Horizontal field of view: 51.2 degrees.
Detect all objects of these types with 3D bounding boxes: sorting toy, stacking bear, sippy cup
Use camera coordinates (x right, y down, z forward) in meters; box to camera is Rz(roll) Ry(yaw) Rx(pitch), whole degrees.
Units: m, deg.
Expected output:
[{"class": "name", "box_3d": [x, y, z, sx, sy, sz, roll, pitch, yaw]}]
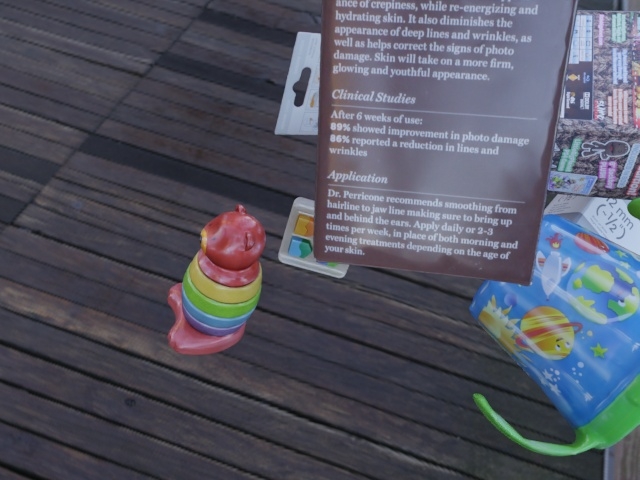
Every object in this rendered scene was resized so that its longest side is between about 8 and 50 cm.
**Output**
[{"class": "sorting toy", "box_3d": [0.000, 0.000, 1.760, 0.193, 0.208, 0.038, 16, 35, -4]}, {"class": "stacking bear", "box_3d": [-0.187, 0.066, 1.284, 0.164, 0.289, 0.175, 7, 42, -20]}, {"class": "sippy cup", "box_3d": [0.317, 0.091, 0.818, 0.224, 0.240, 0.305, 38, 46, 18]}]

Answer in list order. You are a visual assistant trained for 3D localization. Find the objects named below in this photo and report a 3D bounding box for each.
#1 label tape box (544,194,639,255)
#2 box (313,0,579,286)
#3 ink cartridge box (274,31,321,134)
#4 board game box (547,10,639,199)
[{"class": "label tape box", "box_3d": [0.519, -0.008, 1.127, 0.348, 0.115, 0.249, -45, 102, -15]}, {"class": "box", "box_3d": [0.101, -0.169, 0.552, 0.191, 0.381, 0.143, 7, 22, 10]}, {"class": "ink cartridge box", "box_3d": [0.075, -0.426, 1.772, 0.385, 0.308, 0.091, -5, 47, -23]}, {"class": "board game box", "box_3d": [0.407, -0.190, 0.933, 0.291, 0.141, 0.232, 6, 58, 15]}]
